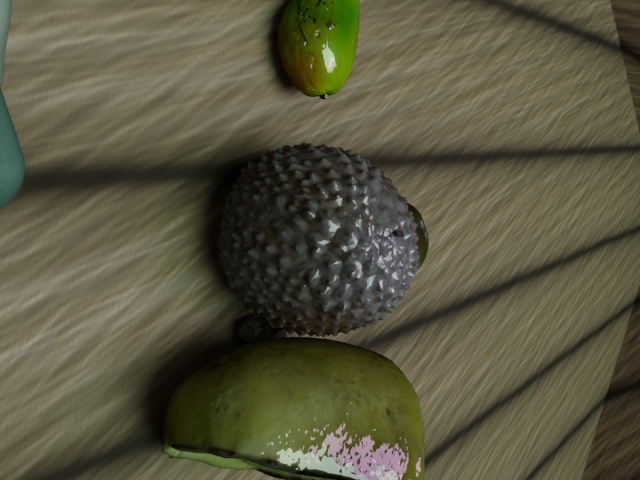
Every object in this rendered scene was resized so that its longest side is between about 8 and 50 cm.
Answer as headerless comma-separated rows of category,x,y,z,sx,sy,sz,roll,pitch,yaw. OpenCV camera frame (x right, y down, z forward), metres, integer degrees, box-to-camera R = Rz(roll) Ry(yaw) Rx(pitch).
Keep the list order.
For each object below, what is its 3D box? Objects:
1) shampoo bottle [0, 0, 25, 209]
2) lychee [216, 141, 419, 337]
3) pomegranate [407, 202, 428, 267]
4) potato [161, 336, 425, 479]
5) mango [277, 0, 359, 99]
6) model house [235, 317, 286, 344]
shampoo bottle,-0.369,-0.176,0.441,0.222,0.151,0.349,-25,115,-42
lychee,-0.006,0.002,0.749,0.300,0.300,0.300,-9,103,-44
pomegranate,0.112,0.013,0.988,0.191,0.131,0.152,-34,128,-11
potato,-0.062,0.217,0.731,0.280,0.330,0.212,32,56,-37
mango,0.001,-0.340,0.817,0.125,0.111,0.233,10,89,-50
model house,-0.095,0.155,0.850,0.083,0.057,0.058,-27,144,-60
